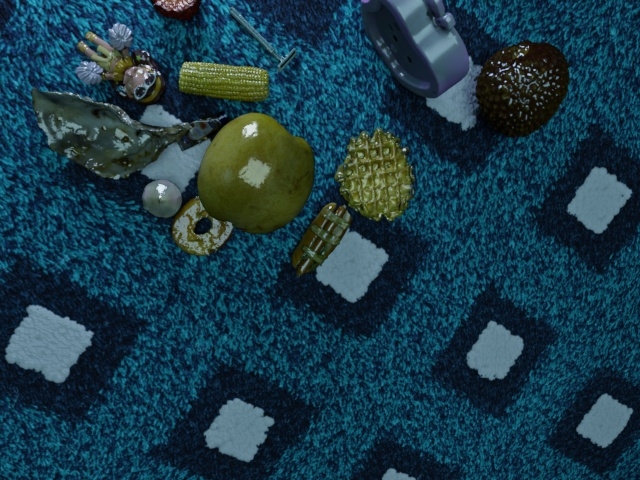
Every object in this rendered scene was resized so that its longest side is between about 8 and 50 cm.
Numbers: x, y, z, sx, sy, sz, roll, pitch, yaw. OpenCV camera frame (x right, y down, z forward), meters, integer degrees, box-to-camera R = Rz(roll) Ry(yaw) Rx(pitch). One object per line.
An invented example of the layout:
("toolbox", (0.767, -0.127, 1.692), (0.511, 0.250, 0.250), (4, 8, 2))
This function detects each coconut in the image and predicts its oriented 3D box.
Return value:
("coconut", (-0.439, -0.113, 1.160), (0.110, 0.124, 0.110), (-2, 100, -12))

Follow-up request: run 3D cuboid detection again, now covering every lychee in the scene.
("lychee", (0.592, -0.440, 1.241), (0.268, 0.267, 0.267), (-2, 102, -11))

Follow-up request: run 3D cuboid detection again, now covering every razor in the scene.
("razor", (-0.170, -0.568, 1.170), (0.211, 0.036, 0.084), (39, 68, -10))

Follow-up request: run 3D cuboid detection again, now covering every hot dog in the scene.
("hot dog", (0.000, 0.000, 1.300), (0.109, 0.072, 0.269), (33, 93, -13))

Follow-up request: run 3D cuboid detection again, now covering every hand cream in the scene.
("hand cream", (-0.337, -0.315, 1.185), (0.163, 0.039, 0.062), (-29, 122, -2))

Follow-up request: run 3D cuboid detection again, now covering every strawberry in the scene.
("strawberry", (-0.376, -0.641, 1.081), (0.145, 0.086, 0.145), (-3, 103, -13))

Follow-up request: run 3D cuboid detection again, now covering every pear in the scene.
("pear", (-0.166, -0.173, 1.117), (0.315, 0.314, 0.313), (-2, 102, -11))

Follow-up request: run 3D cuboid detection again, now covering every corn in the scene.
("corn", (-0.262, -0.433, 1.146), (0.244, 0.093, 0.093), (0, 102, -10))

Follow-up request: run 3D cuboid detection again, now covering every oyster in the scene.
("oyster", (-0.563, -0.273, 1.126), (0.397, 0.111, 0.204), (14, 115, -12))

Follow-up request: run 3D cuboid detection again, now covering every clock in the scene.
("clock", (0.242, -0.536, 1.106), (0.102, 0.338, 0.338), (-39, 106, 4))

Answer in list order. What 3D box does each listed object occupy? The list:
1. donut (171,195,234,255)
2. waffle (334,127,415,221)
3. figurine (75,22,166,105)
("donut", (-0.343, -0.043, 1.228), (0.178, 0.065, 0.162), (-37, 101, -1))
("waffle", (0.183, -0.200, 1.298), (0.281, 0.060, 0.262), (33, 94, -16))
("figurine", (-0.515, -0.447, 1.081), (0.240, 0.116, 0.174), (37, 91, -10))
